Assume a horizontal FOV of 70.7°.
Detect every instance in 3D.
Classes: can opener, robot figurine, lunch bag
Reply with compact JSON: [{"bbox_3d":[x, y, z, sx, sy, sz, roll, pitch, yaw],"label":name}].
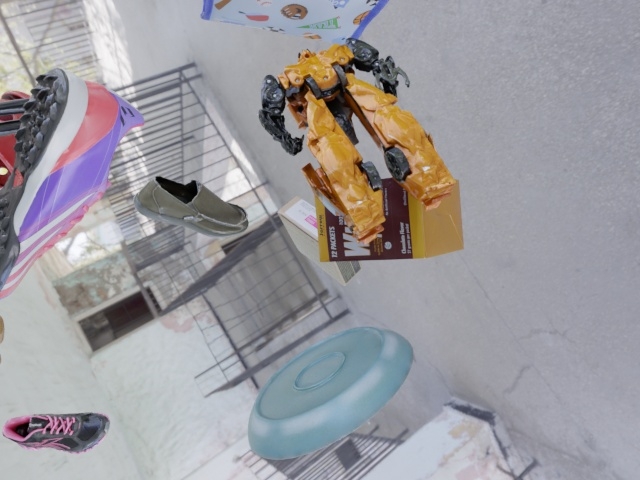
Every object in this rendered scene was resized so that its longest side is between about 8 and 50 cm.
[{"bbox_3d":[-0.414,-0.184,0.658,0.073,0.186,0.059,6,107,53],"label":"can opener"},{"bbox_3d":[0.041,-0.149,0.623,0.291,0.211,0.085,61,173,21],"label":"robot figurine"},{"bbox_3d":[-0.018,-0.525,0.734,0.385,0.327,0.239,171,98,-72],"label":"lunch bag"}]

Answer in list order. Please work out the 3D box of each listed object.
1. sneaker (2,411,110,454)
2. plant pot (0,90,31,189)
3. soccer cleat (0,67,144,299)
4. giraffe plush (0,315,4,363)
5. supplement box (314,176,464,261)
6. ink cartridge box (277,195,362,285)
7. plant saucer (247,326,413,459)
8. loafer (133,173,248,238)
[{"bbox_3d":[-0.308,0.219,0.522,0.057,0.119,0.047,79,-174,-54],"label":"sneaker"},{"bbox_3d":[-0.690,-0.227,1.011,0.191,0.174,0.191,19,142,16],"label":"plant pot"},{"bbox_3d":[-0.333,-0.049,0.563,0.108,0.116,0.318,42,107,32],"label":"soccer cleat"},{"bbox_3d":[-0.665,0.206,0.775,0.210,0.181,0.170,33,134,-6],"label":"giraffe plush"},{"bbox_3d":[0.124,-0.036,0.797,0.194,0.191,0.129,-4,91,35],"label":"supplement box"},{"bbox_3d":[0.000,0.000,1.334,0.234,0.088,0.193,37,161,38],"label":"ink cartridge box"},{"bbox_3d":[0.006,0.236,0.771,0.044,0.317,0.317,61,157,-8],"label":"plant saucer"},{"bbox_3d":[-0.259,-0.073,0.960,0.087,0.251,0.094,-54,42,30],"label":"loafer"}]
